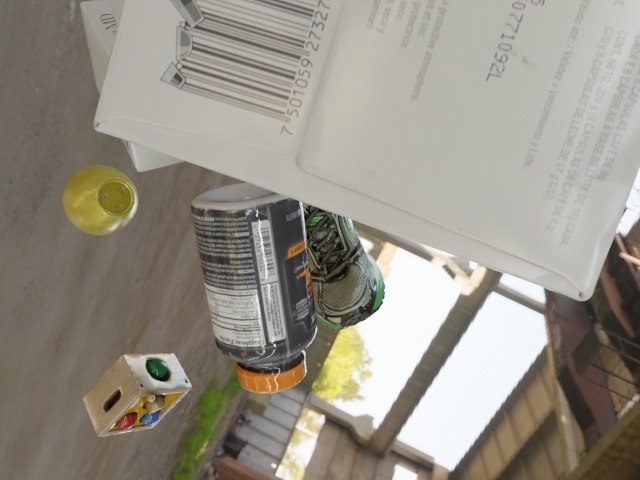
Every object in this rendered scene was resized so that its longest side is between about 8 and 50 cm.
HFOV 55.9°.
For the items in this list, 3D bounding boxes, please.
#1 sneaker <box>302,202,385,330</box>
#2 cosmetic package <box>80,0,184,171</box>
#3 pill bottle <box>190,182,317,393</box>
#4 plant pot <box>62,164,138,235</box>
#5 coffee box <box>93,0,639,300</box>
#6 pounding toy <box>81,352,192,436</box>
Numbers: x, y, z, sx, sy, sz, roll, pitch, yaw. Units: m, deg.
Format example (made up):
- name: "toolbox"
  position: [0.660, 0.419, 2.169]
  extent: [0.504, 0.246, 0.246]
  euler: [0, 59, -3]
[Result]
- name: "sneaker"
  position: [0.000, 0.000, 1.008]
  extent: [0.146, 0.134, 0.343]
  euler: [57, 8, -49]
- name: "cosmetic package"
  position: [-0.112, -0.289, 0.962]
  extent: [0.453, 0.230, 0.161]
  euler: [-19, 144, -22]
- name: "pill bottle"
  position: [-0.074, 0.059, 0.734]
  extent: [0.130, 0.130, 0.245]
  euler: [-56, 142, -68]
- name: "plant pot"
  position: [-0.389, -0.077, 1.104]
  extent: [0.095, 0.134, 0.134]
  euler: [-1, -123, 53]
- name: "coffee box"
  position: [0.076, -0.188, 0.515]
  extent: [0.334, 0.338, 0.337]
  euler: [-35, 144, -80]
- name: "pounding toy"
  position: [-0.271, 0.236, 0.919]
  extent: [0.141, 0.100, 0.130]
  euler: [-45, 153, 17]
